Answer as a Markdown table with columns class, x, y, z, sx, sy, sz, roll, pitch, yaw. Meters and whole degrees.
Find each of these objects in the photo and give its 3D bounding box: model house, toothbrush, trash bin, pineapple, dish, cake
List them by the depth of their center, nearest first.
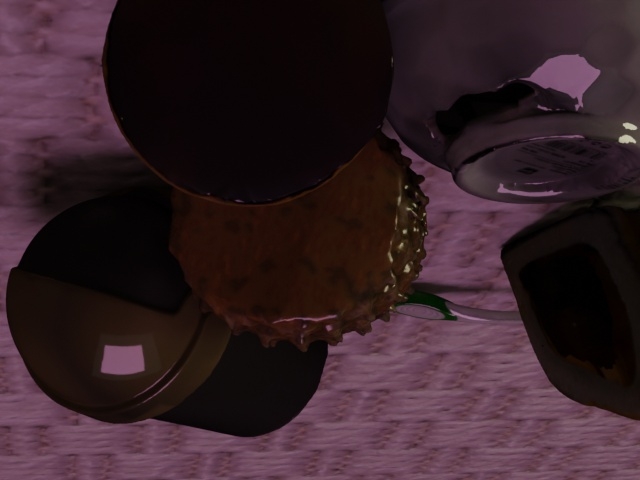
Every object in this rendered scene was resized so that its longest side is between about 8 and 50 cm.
| class | x | y | z | sx | sy | sz | roll | pitch | yaw |
| --- | --- | --- | --- | --- | --- | --- | --- | --- | --- |
| cake | -0.044 | -0.127 | 0.962 | 0.208 | 0.185 | 0.178 | -35 | -170 | 12 |
| dish | 0.164 | -0.105 | 1.041 | 0.303 | 0.120 | 0.303 | -2 | 162 | -1 |
| pineapple | 0.000 | 0.000 | 1.195 | 0.202 | 0.202 | 0.362 | -8 | 171 | 8 |
| trash bin | -0.142 | 0.069 | 1.291 | 0.214 | 0.214 | 0.334 | -18 | 157 | 26 |
| model house | 0.342 | 0.079 | 1.374 | 0.239 | 0.268 | 0.173 | 6 | 141 | -29 |
| toothbrush | 0.096 | 0.070 | 1.519 | 0.418 | 0.040 | 0.042 | 1 | 156 | -11 |
